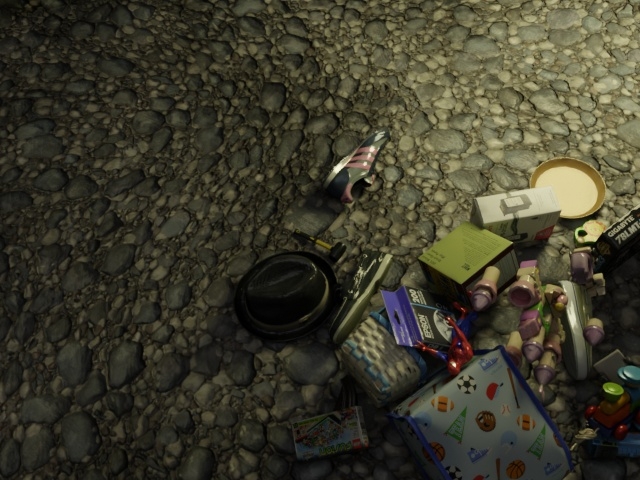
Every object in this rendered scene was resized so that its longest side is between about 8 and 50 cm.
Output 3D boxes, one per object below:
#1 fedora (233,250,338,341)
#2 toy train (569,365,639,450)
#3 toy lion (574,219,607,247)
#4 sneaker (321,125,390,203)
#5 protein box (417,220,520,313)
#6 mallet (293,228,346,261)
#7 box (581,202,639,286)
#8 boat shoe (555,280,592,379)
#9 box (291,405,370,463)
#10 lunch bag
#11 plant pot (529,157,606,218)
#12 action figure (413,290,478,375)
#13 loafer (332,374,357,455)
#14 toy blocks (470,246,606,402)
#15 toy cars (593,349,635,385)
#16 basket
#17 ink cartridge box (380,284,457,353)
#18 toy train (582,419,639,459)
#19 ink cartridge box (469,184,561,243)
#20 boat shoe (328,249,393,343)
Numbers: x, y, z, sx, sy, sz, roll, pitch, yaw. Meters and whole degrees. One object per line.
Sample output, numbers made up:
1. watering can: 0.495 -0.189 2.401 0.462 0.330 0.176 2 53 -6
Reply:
1. fedora: -0.113 0.141 1.920 0.335 0.152 0.333 -3 60 5
2. toy train: 0.715 0.419 1.572 0.248 0.143 0.105 -21 33 -28
3. toy lion: 0.844 -0.023 1.972 0.100 0.034 0.096 -1 54 7
4. sneaker: 0.150 -0.252 2.150 0.131 0.112 0.319 43 75 7
5. protein box: 0.438 0.078 1.858 0.201 0.135 0.200 -36 34 -13
6. mallet: 0.000 0.000 2.056 0.190 0.039 0.062 34 70 26
7. box: 0.884 -0.012 1.807 0.293 0.295 0.073 -35 65 -12
8. boat shoe: 0.737 0.247 1.790 0.094 0.109 0.302 2 60 2
9. box: 0.025 0.525 1.702 0.207 0.036 0.114 -22 65 23
10. lunch bag: 0.410 0.515 1.599 0.328 0.239 0.385 -34 85 -14
11. plant pot: 0.801 -0.166 2.054 0.237 0.032 0.236 -3 60 6
12. action figure: 0.335 0.227 1.640 0.139 0.091 0.280 35 38 -9
13. loafer: 0.063 0.481 1.751 0.079 0.080 0.219 -4 62 6
14. toy blocks: 0.561 0.214 1.602 0.309 0.288 0.260 -14 20 33
15. toy cars: 0.926 0.403 1.687 0.394 0.087 0.176 12 99 15
16. basket: 0.213 0.301 1.765 0.289 0.201 0.254 -32 59 -15
17. ink cartridge box: 0.283 0.215 1.736 0.209 0.045 0.206 13 37 -22
18. toy train: 0.782 0.514 1.639 0.184 0.080 0.105 3 43 12
19. ink cartridge box: 0.592 -0.068 1.942 0.238 0.172 0.100 -10 61 1
20. boat shoe: 0.095 0.154 1.901 0.113 0.127 0.340 27 64 17
